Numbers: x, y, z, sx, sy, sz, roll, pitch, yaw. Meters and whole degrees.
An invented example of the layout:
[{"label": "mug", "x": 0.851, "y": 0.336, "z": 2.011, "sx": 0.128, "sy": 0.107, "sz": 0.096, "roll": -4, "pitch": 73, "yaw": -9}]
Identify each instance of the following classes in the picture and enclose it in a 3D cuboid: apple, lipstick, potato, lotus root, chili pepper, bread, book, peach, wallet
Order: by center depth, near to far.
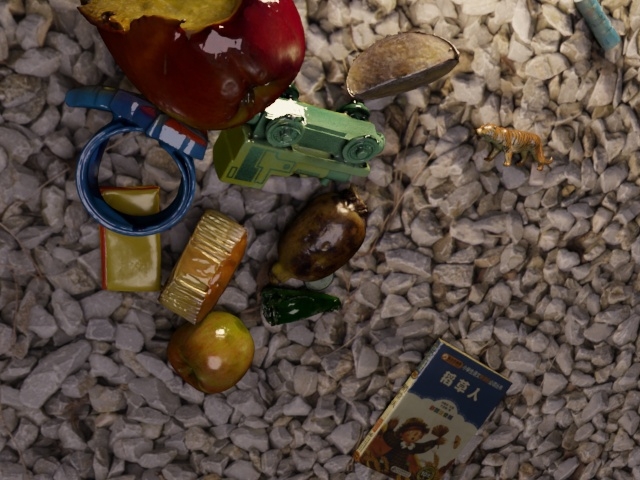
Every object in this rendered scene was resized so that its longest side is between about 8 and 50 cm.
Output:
[{"label": "peach", "x": -0.244, "y": -0.408, "z": 1.315, "sx": 0.339, "sy": 0.353, "sz": 0.416, "roll": -40, "pitch": 88, "yaw": -22}, {"label": "wallet", "x": -0.431, "y": -0.005, "z": 1.581, "sx": 0.141, "sy": 0.067, "sz": 0.241, "roll": -1, "pitch": 105, "yaw": -12}, {"label": "bread", "x": -0.261, "y": 0.061, "z": 1.582, "sx": 0.133, "sy": 0.179, "sz": 0.250, "roll": 27, "pitch": 80, "yaw": -6}, {"label": "potato", "x": 0.182, "y": -0.404, "z": 1.623, "sx": 0.261, "sy": 0.100, "sz": 0.120, "roll": -17, "pitch": 75, "yaw": 5}, {"label": "apple", "x": -0.255, "y": 0.260, "z": 1.660, "sx": 0.196, "sy": 0.196, "sz": 0.195, "roll": -6, "pitch": 111, "yaw": -15}, {"label": "lotus root", "x": 0.000, "y": 0.000, "z": 1.669, "sx": 0.314, "sy": 0.141, "sz": 0.169, "roll": -45, "pitch": 112, "yaw": 4}, {"label": "lipstick", "x": 0.685, "y": -0.547, "z": 1.734, "sx": 0.048, "sy": 0.048, "sz": 0.158, "roll": -44, "pitch": 115, "yaw": 2}, {"label": "chili pepper", "x": -0.050, "y": 0.163, "z": 1.761, "sx": 0.216, "sy": 0.062, "sz": 0.108, "roll": 5, "pitch": 126, "yaw": -20}, {"label": "book", "x": 0.325, "y": 0.514, "z": 2.017, "sx": 0.300, "sy": 0.039, "sz": 0.428, "roll": 31, "pitch": 98, "yaw": -24}]

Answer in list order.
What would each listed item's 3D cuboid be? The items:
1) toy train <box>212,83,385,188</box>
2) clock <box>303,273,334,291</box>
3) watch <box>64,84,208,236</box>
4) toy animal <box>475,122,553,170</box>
[{"label": "toy train", "x": -0.033, "y": -0.213, "z": 1.571, "sx": 0.369, "sy": 0.150, "sz": 0.237, "roll": 10, "pitch": 135, "yaw": -31}, {"label": "clock", "x": -0.005, "y": 0.089, "z": 1.769, "sx": 0.085, "sy": 0.017, "sz": 0.085, "roll": -6, "pitch": 111, "yaw": -16}, {"label": "watch", "x": -0.398, "y": -0.162, "z": 1.427, "sx": 0.305, "sy": 0.241, "sz": 0.274, "roll": 22, "pitch": 100, "yaw": -14}, {"label": "toy animal", "x": 0.498, "y": -0.237, "z": 1.785, "sx": 0.241, "sy": 0.057, "sz": 0.099, "roll": 5, "pitch": 107, "yaw": -18}]
